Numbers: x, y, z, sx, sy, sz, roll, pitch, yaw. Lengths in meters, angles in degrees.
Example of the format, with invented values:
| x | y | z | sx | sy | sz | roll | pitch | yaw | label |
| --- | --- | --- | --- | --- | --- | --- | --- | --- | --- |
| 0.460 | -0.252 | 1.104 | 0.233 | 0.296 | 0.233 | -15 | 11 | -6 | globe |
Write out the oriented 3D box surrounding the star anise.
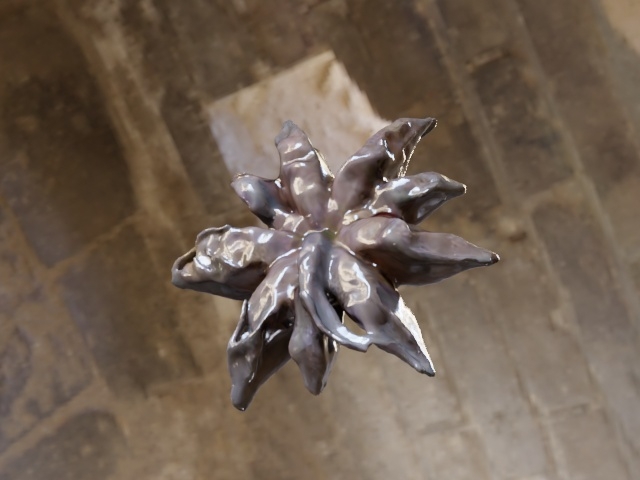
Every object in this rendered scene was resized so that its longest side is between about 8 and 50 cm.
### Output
| x | y | z | sx | sy | sz | roll | pitch | yaw | label |
| --- | --- | --- | --- | --- | --- | --- | --- | --- | --- |
| 0.000 | 0.000 | 0.819 | 0.065 | 0.195 | 0.182 | 49 | 33 | -50 | star anise |
